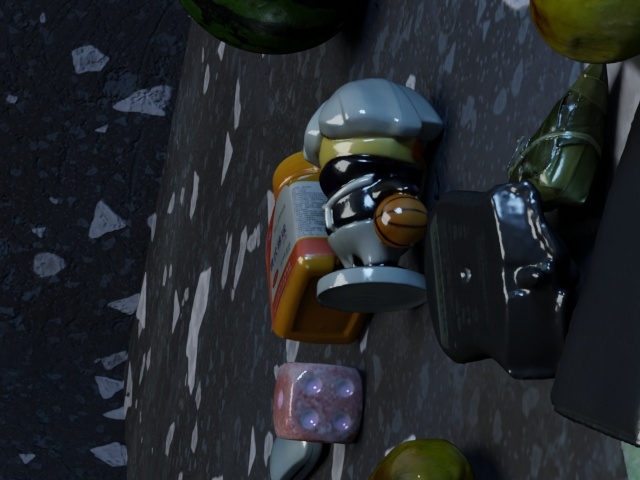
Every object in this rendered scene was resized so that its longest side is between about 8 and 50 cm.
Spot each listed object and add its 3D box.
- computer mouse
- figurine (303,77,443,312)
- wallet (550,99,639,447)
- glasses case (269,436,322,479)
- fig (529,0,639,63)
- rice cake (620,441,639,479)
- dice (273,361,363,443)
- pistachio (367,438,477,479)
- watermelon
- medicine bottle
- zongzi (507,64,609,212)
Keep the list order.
[{"bbox_3d":[0.148,0.027,1.008,0.264,0.088,0.147,-172,74,-83],"label":"computer mouse"},{"bbox_3d":[0.056,-0.056,1.345,0.176,0.133,0.236,144,130,-59],"label":"figurine"},{"bbox_3d":[0.214,0.007,0.840,0.124,0.025,0.244,-169,96,-73],"label":"wallet"},{"bbox_3d":[-0.033,0.276,1.701,0.178,0.045,0.067,122,150,-58],"label":"glasses case"},{"bbox_3d":[0.197,-0.185,0.872,0.153,0.120,0.136,-106,22,-56],"label":"fig"},{"bbox_3d":[0.220,0.173,0.795,0.043,0.034,0.211,125,150,-44],"label":"rice cake"},{"bbox_3d":[-0.004,0.193,1.537,0.094,0.091,0.093,159,116,-75],"label":"dice"},{"bbox_3d":[0.092,0.230,1.152,0.189,0.100,0.110,113,-177,-71],"label":"pistachio"},{"bbox_3d":[-0.068,-0.387,1.705,0.285,0.285,0.285,-173,90,-76],"label":"watermelon"},{"bbox_3d":[-0.001,0.000,1.570,0.222,0.112,0.149,-98,21,-44],"label":"medicine bottle"},{"bbox_3d":[0.188,-0.081,1.013,0.109,0.055,0.119,159,128,-77],"label":"zongzi"}]
